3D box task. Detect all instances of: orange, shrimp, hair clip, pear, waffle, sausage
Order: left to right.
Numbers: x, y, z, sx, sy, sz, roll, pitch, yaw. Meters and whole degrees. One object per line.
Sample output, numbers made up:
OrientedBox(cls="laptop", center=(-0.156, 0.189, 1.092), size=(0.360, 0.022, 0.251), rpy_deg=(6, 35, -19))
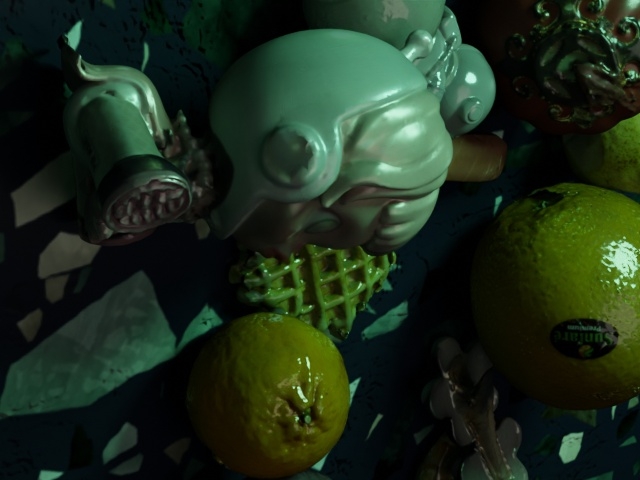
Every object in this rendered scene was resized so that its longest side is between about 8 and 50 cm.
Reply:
OrientedBox(cls="orange", center=(-0.054, 0.165, 1.529), size=(0.177, 0.155, 0.178), rpy_deg=(0, 89, -6))
OrientedBox(cls="waffle", center=(0.000, 0.000, 1.578), size=(0.208, 0.054, 0.214), rpy_deg=(25, 95, -41))
OrientedBox(cls="shrimp", center=(0.168, 0.343, 1.878), size=(0.150, 0.051, 0.217), rpy_deg=(17, 93, -49))
OrientedBox(cls="sausage", center=(0.153, -0.097, 1.660), size=(0.169, 0.065, 0.065), rpy_deg=(0, 109, -40))
OrientedBox(cls="hair clip", center=(0.201, 0.231, 1.817), size=(0.146, 0.075, 0.257), rpy_deg=(-48, 130, -45))
OrientedBox(cls="orange", center=(0.309, 0.065, 1.730), size=(0.274, 0.274, 0.274), rpy_deg=(-17, 119, -34))
OrientedBox(cls="pear", center=(0.377, -0.141, 1.764), size=(0.178, 0.178, 0.178), rpy_deg=(-17, 119, -34))

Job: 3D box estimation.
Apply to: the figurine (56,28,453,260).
OrientedBox(cls="figurine", center=(-0.054, -0.088, 1.324), size=(0.361, 0.253, 0.211), rpy_deg=(-2, 100, -15))

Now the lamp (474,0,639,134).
OrientedBox(cls="lamp", center=(0.283, -0.224, 1.611), size=(0.227, 0.227, 0.227), rpy_deg=(-17, 119, -34))

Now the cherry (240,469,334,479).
OrientedBox(cls="cherry", center=(-0.052, 0.349, 1.594), size=(0.266, 0.184, 0.213), rpy_deg=(2, 135, -17))

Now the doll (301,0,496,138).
OrientedBox(cls="doll", center=(0.096, -0.204, 1.517), size=(0.151, 0.151, 0.287), rpy_deg=(-55, 137, -7))
